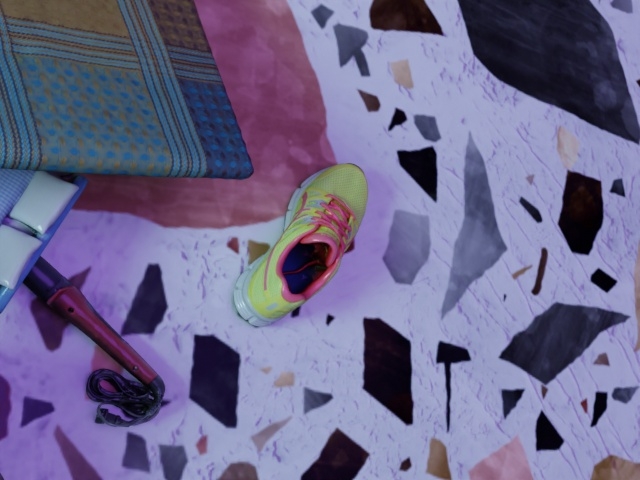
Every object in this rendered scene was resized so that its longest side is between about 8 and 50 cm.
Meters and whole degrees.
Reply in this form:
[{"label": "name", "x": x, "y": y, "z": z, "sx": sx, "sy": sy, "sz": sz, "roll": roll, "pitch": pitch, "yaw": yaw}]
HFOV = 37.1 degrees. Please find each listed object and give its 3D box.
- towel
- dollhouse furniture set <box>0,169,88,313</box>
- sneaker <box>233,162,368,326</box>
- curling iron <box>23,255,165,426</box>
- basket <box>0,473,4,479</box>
[{"label": "towel", "x": -0.245, "y": -0.168, "z": 0.774, "sx": 0.370, "sy": 0.040, "sz": 0.271, "roll": 1, "pitch": 59, "yaw": -41}, {"label": "dollhouse furniture set", "x": -0.345, "y": -0.042, "z": 0.699, "sx": 0.286, "sy": 0.198, "sz": 0.303, "roll": 36, "pitch": 66, "yaw": -14}, {"label": "sneaker", "x": 0.000, "y": 0.000, "z": 0.973, "sx": 0.081, "sy": 0.094, "sz": 0.208, "roll": 40, "pitch": 62, "yaw": -16}, {"label": "curling iron", "x": -0.238, "y": 0.063, "z": 0.856, "sx": 0.068, "sy": 0.035, "sz": 0.274, "roll": -43, "pitch": 103, "yaw": -29}, {"label": "basket", "x": -0.339, "y": 0.237, "z": 0.663, "sx": 0.227, "sy": 0.154, "sz": 0.204, "roll": -34, "pitch": 138, "yaw": -56}]
